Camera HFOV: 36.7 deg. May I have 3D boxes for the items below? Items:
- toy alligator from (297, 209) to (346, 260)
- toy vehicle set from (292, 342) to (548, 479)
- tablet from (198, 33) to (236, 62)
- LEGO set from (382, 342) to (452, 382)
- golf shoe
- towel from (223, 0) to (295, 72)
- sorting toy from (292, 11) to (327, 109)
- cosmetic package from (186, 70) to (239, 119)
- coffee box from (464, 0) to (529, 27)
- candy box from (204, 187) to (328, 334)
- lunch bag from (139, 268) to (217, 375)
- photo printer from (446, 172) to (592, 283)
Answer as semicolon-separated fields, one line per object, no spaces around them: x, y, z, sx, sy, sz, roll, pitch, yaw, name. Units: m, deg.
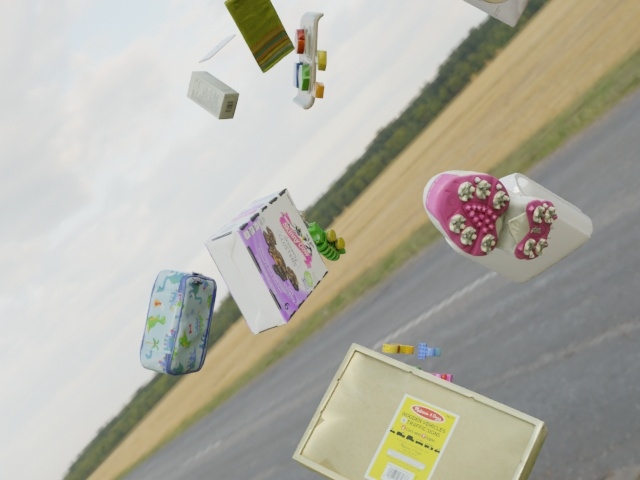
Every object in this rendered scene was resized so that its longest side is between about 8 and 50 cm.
0.000;0.000;2.113;0.056;0.189;0.051;-15;54;29;toy alligator
0.115;0.244;1.152;0.166;0.266;0.035;-60;-32;-17;toy vehicle set
-0.210;-0.390;1.959;0.083;0.006;0.054;-48;22;-23;tablet
0.202;0.288;2.334;0.227;0.087;0.093;2;-5;41;LEGO set
0.222;-0.043;1.406;0.306;0.140;0.115;16;-82;-50;golf shoe
-0.134;-0.485;2.185;0.102;0.021;0.237;-44;-35;-8;towel
-0.031;-0.432;2.309;0.307;0.041;0.229;-126;41;-73;sorting toy
-0.219;-0.296;1.960;0.041;0.115;0.060;-10;-52;-44;cosmetic package
0.403;-0.614;1.966;0.119;0.168;0.297;-58;-3;-49;coffee box
-0.080;0.028;1.536;0.070;0.165;0.196;-21;14;28;candy box
-0.293;0.172;2.032;0.176;0.090;0.219;24;-104;-70;lunch bag
0.472;-0.031;2.345;0.256;0.307;0.107;-38;42;33;photo printer
